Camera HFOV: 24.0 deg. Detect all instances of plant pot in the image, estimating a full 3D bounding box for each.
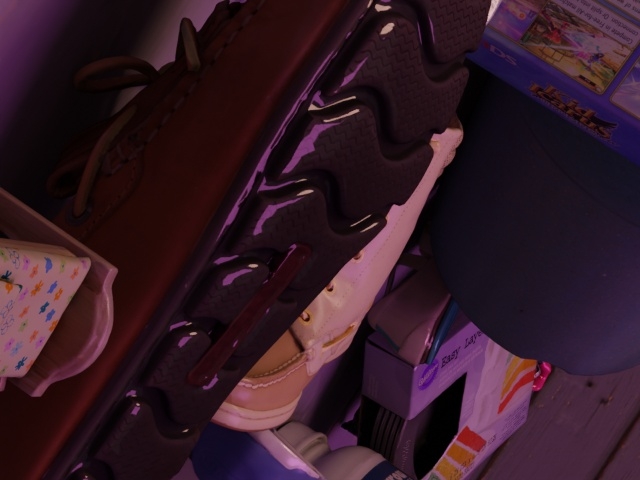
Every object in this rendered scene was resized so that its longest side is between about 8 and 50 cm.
[{"bbox_3d":[0.262,-0.072,1.252,0.341,0.341,0.334,-45,169,-37],"label":"plant pot"}]

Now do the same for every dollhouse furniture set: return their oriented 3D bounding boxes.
[{"bbox_3d":[-0.171,0.051,0.490,0.161,0.101,0.182,-58,165,5],"label":"dollhouse furniture set"}]

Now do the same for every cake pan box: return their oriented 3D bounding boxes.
[{"bbox_3d":[0.133,0.150,1.548,0.267,0.070,0.246,-33,138,-41],"label":"cake pan box"}]

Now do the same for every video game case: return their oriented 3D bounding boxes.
[{"bbox_3d":[0.243,-0.177,1.015,0.244,0.269,0.061,-53,167,-12],"label":"video game case"}]

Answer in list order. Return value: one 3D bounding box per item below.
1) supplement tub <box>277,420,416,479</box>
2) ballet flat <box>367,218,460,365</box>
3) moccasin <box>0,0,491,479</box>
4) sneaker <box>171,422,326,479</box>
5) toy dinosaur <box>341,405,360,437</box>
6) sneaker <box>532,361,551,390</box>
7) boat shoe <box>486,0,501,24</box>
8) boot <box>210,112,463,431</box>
[{"bbox_3d":[0.051,0.331,1.378,0.228,0.316,0.228,-51,165,-20],"label":"supplement tub"},{"bbox_3d":[0.116,0.020,1.408,0.248,0.086,0.086,-49,165,-47],"label":"ballet flat"},{"bbox_3d":[-0.064,-0.014,0.669,0.380,0.147,0.139,-56,152,11],"label":"moccasin"},{"bbox_3d":[-0.092,0.203,1.074,0.182,0.127,0.315,-44,166,-6],"label":"sneaker"},{"bbox_3d":[0.069,0.158,1.598,0.118,0.064,0.268,-59,161,-6],"label":"toy dinosaur"},{"bbox_3d":[0.247,0.174,2.094,0.121,0.112,0.299,-61,164,17],"label":"sneaker"},{"bbox_3d":[0.089,-0.209,0.837,0.302,0.109,0.094,-52,-158,-25],"label":"boat shoe"},{"bbox_3d":[0.000,0.000,0.950,0.203,0.095,0.262,-62,166,21],"label":"boot"}]
